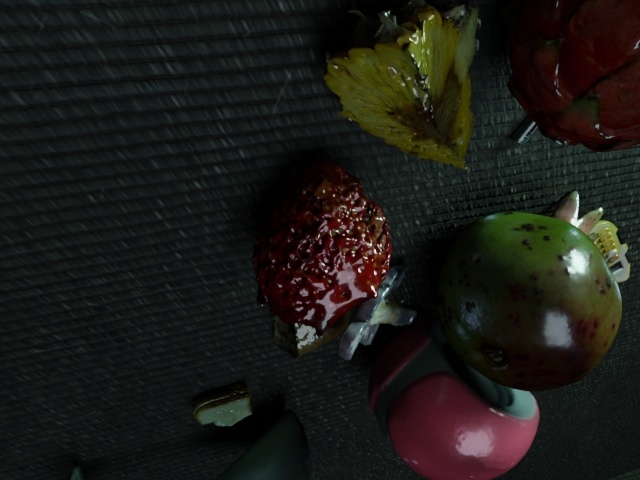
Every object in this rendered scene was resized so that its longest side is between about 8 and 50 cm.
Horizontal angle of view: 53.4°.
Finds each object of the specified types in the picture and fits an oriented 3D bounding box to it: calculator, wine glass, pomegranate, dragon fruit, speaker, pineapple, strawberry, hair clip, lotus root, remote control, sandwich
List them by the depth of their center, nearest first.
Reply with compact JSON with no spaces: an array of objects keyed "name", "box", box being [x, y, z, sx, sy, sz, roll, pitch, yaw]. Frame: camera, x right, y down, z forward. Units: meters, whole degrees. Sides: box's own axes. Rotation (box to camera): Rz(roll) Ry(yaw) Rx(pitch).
[{"name":"dragon fruit","box":[0.332,-0.229,0.670,0.245,0.244,0.298,2,141,-30]},{"name":"pineapple","box":[0.090,-0.197,0.688,0.250,0.140,0.164,25,79,-60]},{"name":"strawberry","box":[0.000,0.000,0.795,0.187,0.184,0.201,-12,114,-19]},{"name":"remote control","box":[0.303,-0.169,0.878,0.034,0.016,0.091,14,126,-32]},{"name":"hair clip","box":[0.085,0.108,0.946,0.146,0.075,0.257,-58,161,11]},{"name":"lotus root","box":[-0.009,0.121,0.977,0.135,0.095,0.159,-23,146,-9]},{"name":"pomegranate","box":[0.318,0.061,0.999,0.291,0.323,0.290,9,149,6]},{"name":"speaker","box":[0.231,0.280,1.104,0.294,0.294,0.294,-15,139,-13]},{"name":"sandwich","box":[-0.173,0.296,1.123,0.105,0.035,0.093,-11,139,-15]},{"name":"wine glass","box":[-0.223,0.470,1.131,0.406,0.267,0.267,-8,138,-14]},{"name":"calculator","box":[0.507,0.043,1.209,0.157,0.033,0.236,-34,138,11]}]
